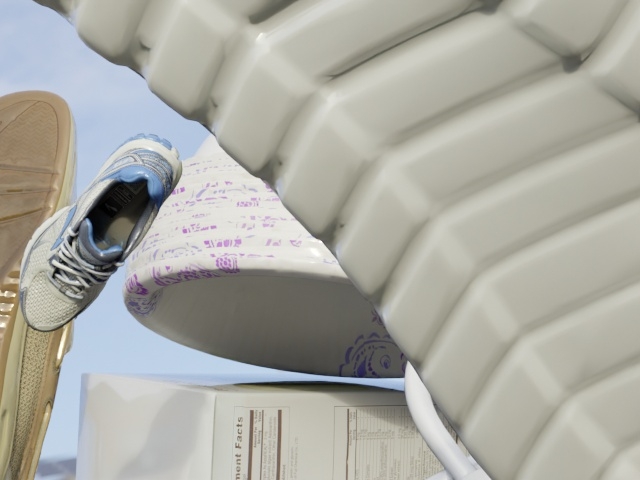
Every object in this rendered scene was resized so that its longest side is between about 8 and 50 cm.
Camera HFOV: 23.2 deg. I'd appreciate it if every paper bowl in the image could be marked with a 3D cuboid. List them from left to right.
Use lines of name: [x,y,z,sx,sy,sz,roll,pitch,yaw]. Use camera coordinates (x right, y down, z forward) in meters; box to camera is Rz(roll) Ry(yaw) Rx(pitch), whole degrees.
paper bowl: [0.000,0.000,1.173,0.284,0.148,0.284,5,-18,2]

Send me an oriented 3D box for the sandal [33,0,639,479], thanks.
sandal: [0.067,-0.043,0.480,0.169,0.416,0.102,-40,11,26]

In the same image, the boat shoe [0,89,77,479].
boat shoe: [-0.243,0.051,1.168,0.121,0.341,0.110,2,-24,19]

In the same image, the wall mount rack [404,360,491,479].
wall mount rack: [0.201,0.172,0.816,0.304,0.350,0.130,-24,-31,-23]

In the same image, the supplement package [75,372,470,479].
supplement package: [-0.036,0.209,1.254,0.262,0.198,0.199,4,-2,-38]

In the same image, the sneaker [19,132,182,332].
sneaker: [-0.130,0.001,0.876,0.052,0.058,0.135,33,-72,-12]
